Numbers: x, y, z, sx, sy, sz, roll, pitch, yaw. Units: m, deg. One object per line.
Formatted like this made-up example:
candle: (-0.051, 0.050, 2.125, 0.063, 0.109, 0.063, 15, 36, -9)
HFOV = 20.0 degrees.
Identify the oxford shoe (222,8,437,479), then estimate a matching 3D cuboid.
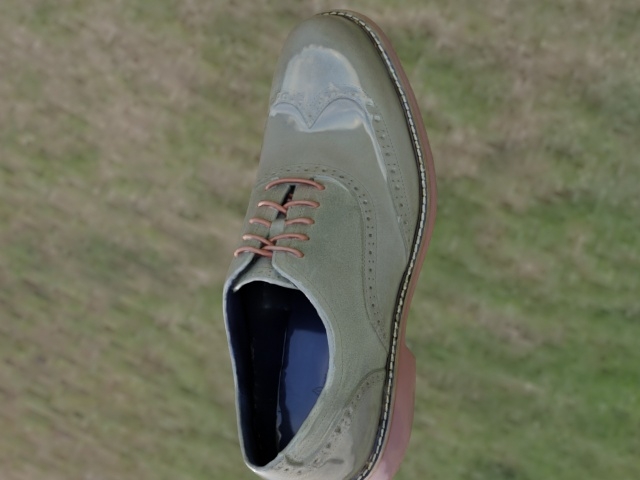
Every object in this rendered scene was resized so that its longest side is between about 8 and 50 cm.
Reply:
oxford shoe: (0.000, 0.000, 1.408, 0.140, 0.397, 0.146, -10, 166, 29)
